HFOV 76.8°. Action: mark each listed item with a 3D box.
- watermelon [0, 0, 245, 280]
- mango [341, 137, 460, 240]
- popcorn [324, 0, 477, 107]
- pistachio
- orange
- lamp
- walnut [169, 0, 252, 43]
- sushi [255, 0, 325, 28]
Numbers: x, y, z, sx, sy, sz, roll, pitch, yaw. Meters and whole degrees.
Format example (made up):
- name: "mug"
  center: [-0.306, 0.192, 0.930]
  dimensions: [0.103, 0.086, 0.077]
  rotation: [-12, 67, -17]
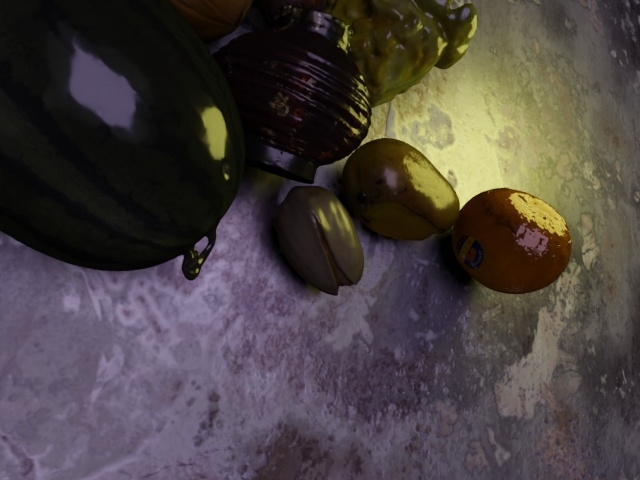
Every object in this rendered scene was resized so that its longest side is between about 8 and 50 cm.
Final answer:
- name: "watermelon"
  center: [-0.228, -0.118, 0.424]
  dimensions: [0.359, 0.279, 0.279]
  rotation: [50, 60, -21]
- name: "mango"
  center: [0.154, -0.085, 0.733]
  dimensions: [0.262, 0.130, 0.167]
  rotation: [26, 63, -31]
- name: "popcorn"
  center: [0.117, -0.390, 0.717]
  dimensions: [0.242, 0.235, 0.250]
  rotation: [-23, 80, -14]
- name: "pistachio"
  center: [0.000, 0.000, 0.625]
  dimensions: [0.124, 0.124, 0.185]
  rotation: [-38, 103, -30]
- name: "orange"
  center: [0.371, 0.002, 0.801]
  dimensions: [0.219, 0.193, 0.219]
  rotation: [-1, 46, 1]
- name: "lamp"
  center: [-0.041, -0.205, 0.581]
  dimensions: [0.247, 0.247, 0.247]
  rotation: [6, 77, -30]
- name: "walnut"
  center: [-0.195, -0.388, 0.555]
  dimensions: [0.225, 0.193, 0.193]
  rotation: [49, 61, -11]
- name: "sushi"
  center: [-0.053, -0.415, 0.617]
  dimensions: [0.107, 0.241, 0.161]
  rotation: [-22, 87, -11]
